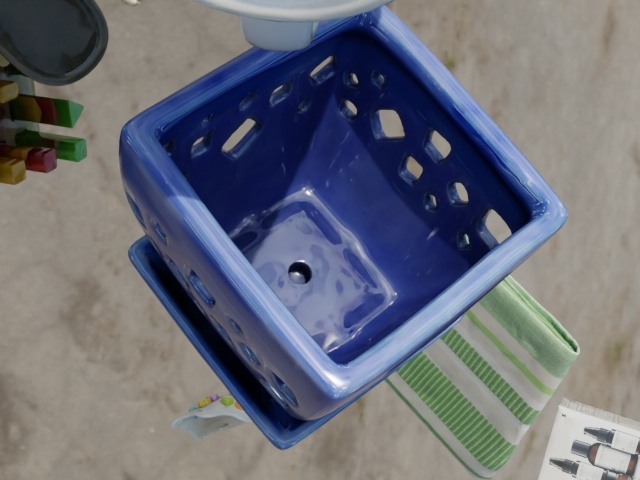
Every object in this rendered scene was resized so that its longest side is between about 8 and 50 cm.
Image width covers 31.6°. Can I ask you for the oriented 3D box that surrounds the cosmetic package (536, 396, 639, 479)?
[{"bbox_3d":[0.259,0.291,1.156,0.060,0.099,0.239,-3,109,-72],"label":"cosmetic package"}]

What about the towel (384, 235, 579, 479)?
[{"bbox_3d":[0.184,0.146,1.433,0.038,0.248,0.324,-26,151,-32],"label":"towel"}]

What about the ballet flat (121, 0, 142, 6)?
[{"bbox_3d":[-0.253,-0.320,1.257,0.049,0.173,0.057,-43,164,13],"label":"ballet flat"}]

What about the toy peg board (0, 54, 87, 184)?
[{"bbox_3d":[-0.271,-0.116,0.967,0.160,0.079,0.161,-47,141,-58],"label":"toy peg board"}]

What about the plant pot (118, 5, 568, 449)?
[{"bbox_3d":[0.000,0.000,0.839,0.236,0.236,0.212,-34,165,-27],"label":"plant pot"}]

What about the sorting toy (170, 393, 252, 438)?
[{"bbox_3d":[-0.125,0.193,1.246,0.075,0.083,0.044,-3,74,-57],"label":"sorting toy"}]

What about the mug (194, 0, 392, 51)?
[{"bbox_3d":[-0.005,-0.262,0.598,0.374,0.276,0.328,97,1,-61],"label":"mug"}]

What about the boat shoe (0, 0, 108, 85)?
[{"bbox_3d":[-0.281,-0.246,0.847,0.111,0.104,0.307,-35,111,-7],"label":"boat shoe"}]
